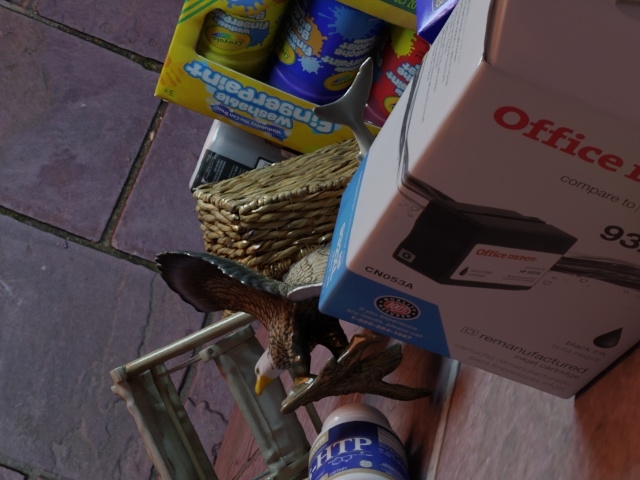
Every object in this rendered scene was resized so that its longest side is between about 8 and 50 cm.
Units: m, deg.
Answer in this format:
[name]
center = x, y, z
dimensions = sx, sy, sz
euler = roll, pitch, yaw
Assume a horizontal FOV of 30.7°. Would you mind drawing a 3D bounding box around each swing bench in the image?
[swing bench]
center = -0.117, 0.237, 1.548
dimensions = 0.254, 0.253, 0.165
euler = -24, -2, -12

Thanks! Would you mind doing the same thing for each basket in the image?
[basket]
center = 0.000, 0.000, 1.676
dimensions = 0.213, 0.299, 0.223
euler = 18, 123, 59

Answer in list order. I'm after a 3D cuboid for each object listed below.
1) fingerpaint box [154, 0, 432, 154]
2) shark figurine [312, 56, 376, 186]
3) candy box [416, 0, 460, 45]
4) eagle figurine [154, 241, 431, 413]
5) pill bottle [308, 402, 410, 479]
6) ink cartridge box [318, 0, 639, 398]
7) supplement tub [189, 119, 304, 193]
[fingerpaint box]
center = 0.014, -0.306, 1.755
dimensions = 0.371, 0.444, 0.163
euler = 121, 167, -48
[shark figurine]
center = 0.101, -0.072, 1.418
dimensions = 0.116, 0.166, 0.278
euler = -27, 59, 19
[candy box]
center = 0.224, -0.354, 1.177
dimensions = 0.268, 0.122, 0.317
euler = -36, 36, 36
[eagle figurine]
center = -0.041, 0.077, 1.353
dimensions = 0.225, 0.226, 0.298
euler = -38, 47, 5
[pill bottle]
center = 0.042, 0.258, 1.271
dimensions = 0.187, 0.112, 0.112
euler = -90, 23, -70
[ink cartridge box]
center = 0.156, -0.034, 0.820
dimensions = 0.307, 0.223, 0.129
euler = 121, 167, -53
[supplement tub]
center = -0.043, -0.116, 2.047
dimensions = 0.207, 0.338, 0.207
euler = -158, 90, -82
